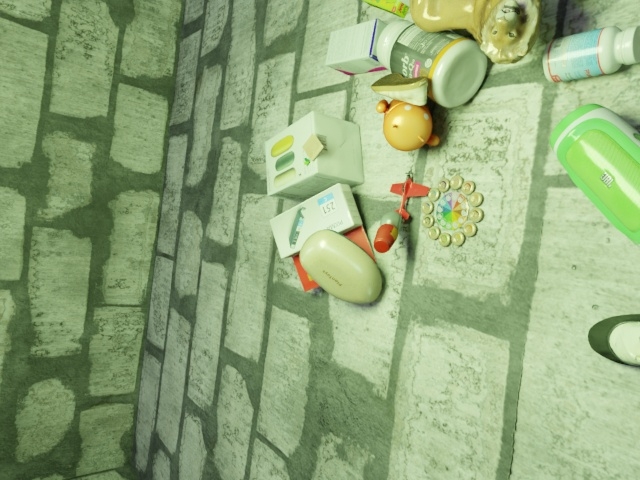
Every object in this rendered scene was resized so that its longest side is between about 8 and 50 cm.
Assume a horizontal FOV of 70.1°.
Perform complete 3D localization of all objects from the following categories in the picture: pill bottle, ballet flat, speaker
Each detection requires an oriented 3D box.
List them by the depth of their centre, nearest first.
[{"bbox_3d":[0.584,0.173,0.760,0.280,0.096,0.095,-6,81,51],"label":"ballet flat"},{"bbox_3d":[0.550,-0.112,0.818,0.131,0.131,0.297,-50,50,34],"label":"speaker"},{"bbox_3d":[0.535,-0.368,0.899,0.160,0.087,0.087,10,93,51],"label":"pill bottle"},{"bbox_3d":[0.275,-0.465,1.173,0.278,0.162,0.162,49,122,42],"label":"pill bottle"}]

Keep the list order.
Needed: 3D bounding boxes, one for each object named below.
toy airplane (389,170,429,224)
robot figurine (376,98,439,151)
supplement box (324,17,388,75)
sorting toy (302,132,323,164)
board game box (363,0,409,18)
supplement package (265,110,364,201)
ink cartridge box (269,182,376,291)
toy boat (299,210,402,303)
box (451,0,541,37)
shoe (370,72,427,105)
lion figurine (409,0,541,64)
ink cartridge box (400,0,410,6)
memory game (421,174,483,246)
[{"bbox_3d":[0.235,-0.120,1.278,0.151,0.028,0.151,-9,79,55],"label":"toy airplane"},{"bbox_3d":[0.229,-0.309,1.197,0.128,0.219,0.158,-17,114,18],"label":"robot figurine"},{"bbox_3d":[0.129,-0.589,1.409,0.220,0.111,0.114,14,96,50],"label":"supplement box"},{"bbox_3d":[-0.029,-0.261,1.325,0.083,0.012,0.062,-49,58,27],"label":"sorting toy"},{"bbox_3d":[0.208,-0.750,1.387,0.181,0.043,0.092,49,122,42],"label":"board game box"},{"bbox_3d":[-0.025,-0.257,1.484,0.262,0.198,0.199,-17,73,48],"label":"supplement package"},{"bbox_3d":[0.000,0.000,1.431,0.296,0.066,0.261,-25,79,32],"label":"ink cartridge box"},{"bbox_3d":[0.108,0.040,1.293,0.318,0.267,0.148,-40,11,40],"label":"toy boat"},{"bbox_3d":[0.400,-0.583,1.080,0.203,0.103,0.114,0,86,51],"label":"box"},{"bbox_3d":[0.195,-0.375,1.143,0.058,0.076,0.219,62,170,-29],"label":"shoe"},{"bbox_3d":[0.316,-0.520,1.001,0.392,0.142,0.240,34,118,51],"label":"lion figurine"},{"bbox_3d":[0.247,-0.717,1.194,0.160,0.219,0.093,-42,55,39],"label":"ink cartridge box"},{"bbox_3d":[0.334,-0.075,1.167,0.186,0.012,0.186,-10,77,50],"label":"memory game"}]
